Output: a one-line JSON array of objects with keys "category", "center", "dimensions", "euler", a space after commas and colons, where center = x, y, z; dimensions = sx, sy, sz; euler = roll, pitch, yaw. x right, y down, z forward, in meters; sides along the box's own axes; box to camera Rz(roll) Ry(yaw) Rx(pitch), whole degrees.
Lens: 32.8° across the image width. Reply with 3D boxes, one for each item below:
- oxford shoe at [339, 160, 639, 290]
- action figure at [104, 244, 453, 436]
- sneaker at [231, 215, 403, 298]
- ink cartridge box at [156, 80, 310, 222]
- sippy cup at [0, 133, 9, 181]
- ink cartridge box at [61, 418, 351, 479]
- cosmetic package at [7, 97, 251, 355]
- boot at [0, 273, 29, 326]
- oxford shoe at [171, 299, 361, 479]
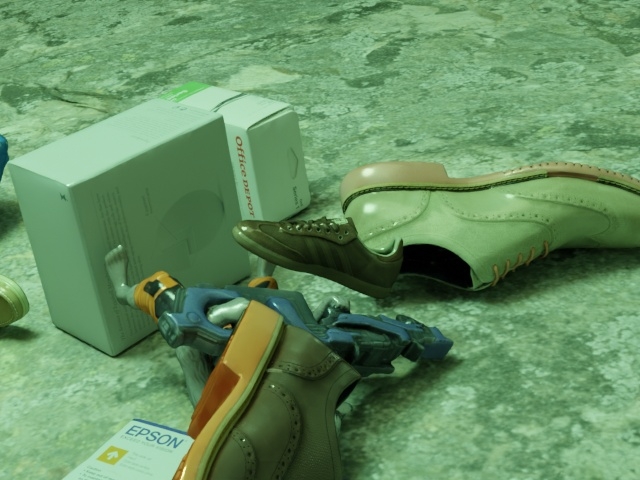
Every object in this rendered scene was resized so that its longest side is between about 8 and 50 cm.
[{"category": "oxford shoe", "center": [0.219, -0.001, 1.287], "dimensions": [0.396, 0.140, 0.147], "euler": [0, 59, 6]}, {"category": "action figure", "center": [-0.047, 0.119, 1.125], "dimensions": [0.341, 0.179, 0.330], "euler": [12, 23, -29]}, {"category": "sneaker", "center": [0.000, 0.000, 1.149], "dimensions": [0.188, 0.071, 0.066], "euler": [20, 10, -21]}, {"category": "ink cartridge box", "center": [-0.129, -0.124, 1.543], "dimensions": [0.092, 0.160, 0.219], "euler": [-31, 34, -35]}, {"category": "sippy cup", "center": [-0.586, -0.122, 1.576], "dimensions": [0.224, 0.240, 0.305], "euler": [27, 21, -5]}, {"category": "ink cartridge box", "center": [-0.127, 0.288, 0.856], "dimensions": [0.324, 0.072, 0.330], "euler": [10, 29, 31]}, {"category": "cosmetic package", "center": [-0.224, -0.022, 1.306], "dimensions": [0.138, 0.224, 0.224], "euler": [18, 37, 40]}, {"category": "boot", "center": [-0.470, 0.106, 1.294], "dimensions": [0.213, 0.077, 0.165], "euler": [-2, 27, 24]}, {"category": "oxford shoe", "center": [-0.049, 0.196, 0.808], "dimensions": [0.132, 0.130, 0.364], "euler": [25, 44, -5]}]
